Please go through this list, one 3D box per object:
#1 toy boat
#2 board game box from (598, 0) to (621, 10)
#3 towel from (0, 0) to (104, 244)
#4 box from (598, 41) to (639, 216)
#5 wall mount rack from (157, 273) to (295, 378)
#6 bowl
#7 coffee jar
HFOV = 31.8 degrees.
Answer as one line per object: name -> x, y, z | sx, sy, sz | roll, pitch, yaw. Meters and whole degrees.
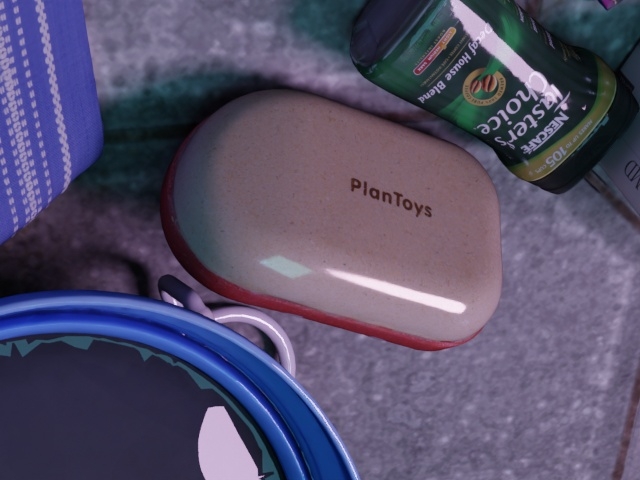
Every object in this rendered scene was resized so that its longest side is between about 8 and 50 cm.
toy boat -> 0.000, 0.000, 0.756 | 0.231, 0.151, 0.151 | 17, 148, -23
board game box -> 0.198, -0.207, 0.711 | 0.090, 0.020, 0.090 | -35, 123, 12
towel -> -0.225, -0.070, 0.550 | 0.040, 0.336, 0.243 | 14, 128, 23
box -> 0.299, -0.044, 0.746 | 0.182, 0.181, 0.119 | 20, 117, -24
wall mount rack -> -0.136, 0.204, 0.774 | 0.350, 0.130, 0.304 | -26, 110, -18
bowl -> -0.155, 0.220, 0.664 | 0.391, 0.077, 0.391 | -3, 98, -22
coffee jar -> 0.116, -0.106, 0.726 | 0.184, 0.079, 0.096 | 28, 114, -28
